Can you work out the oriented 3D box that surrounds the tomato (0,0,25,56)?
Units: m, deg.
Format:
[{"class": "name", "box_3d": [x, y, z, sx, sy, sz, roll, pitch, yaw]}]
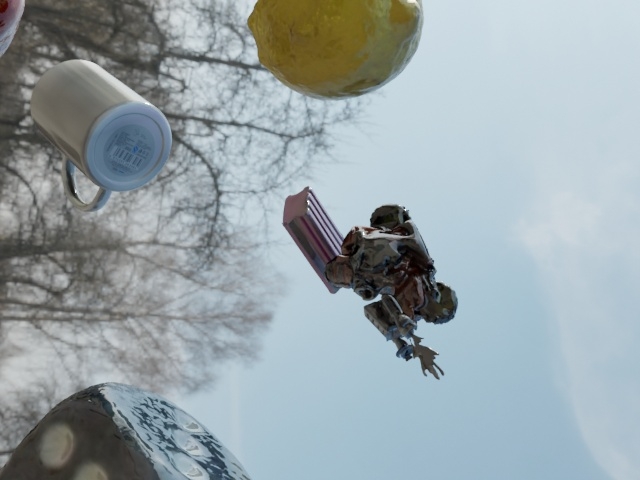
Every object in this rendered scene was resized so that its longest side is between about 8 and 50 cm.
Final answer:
[{"class": "tomato", "box_3d": [-0.525, -0.336, 1.010, 0.187, 0.187, 0.151, -36, -138, 55]}]

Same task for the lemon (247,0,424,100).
[{"class": "lemon", "box_3d": [0.025, -0.318, 1.027, 0.288, 0.233, 0.233, 13, -85, 45]}]

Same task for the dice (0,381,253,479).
[{"class": "dice", "box_3d": [-0.177, 0.253, 0.645, 0.182, 0.183, 0.181, 35, -94, 33]}]

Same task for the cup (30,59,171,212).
[{"class": "cup", "box_3d": [-0.228, -0.106, 0.741, 0.133, 0.099, 0.136, 35, -39, 37]}]

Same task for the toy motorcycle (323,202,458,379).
[{"class": "toy motorcycle", "box_3d": [0.136, 0.098, 1.276, 0.134, 0.207, 0.401, 86, -17, -53]}]

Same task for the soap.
[{"class": "soap", "box_3d": [0.000, 0.000, 1.457, 0.065, 0.203, 0.122, -24, -151, 17]}]
